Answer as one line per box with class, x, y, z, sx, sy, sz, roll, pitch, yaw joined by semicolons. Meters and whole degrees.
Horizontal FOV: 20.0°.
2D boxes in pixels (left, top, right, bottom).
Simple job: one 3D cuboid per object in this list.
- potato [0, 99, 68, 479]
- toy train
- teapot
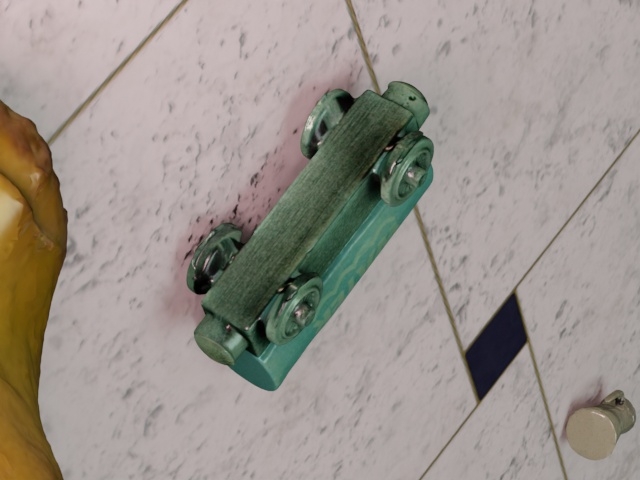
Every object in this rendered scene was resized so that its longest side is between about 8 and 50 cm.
potato;-0.206;0.130;0.934;0.397;0.296;0.290;-50;147;-18
toy train;0.000;0.000;1.322;0.248;0.101;0.159;-52;159;-16
teapot;0.300;0.189;1.910;0.083;0.057;0.067;-21;132;-56
